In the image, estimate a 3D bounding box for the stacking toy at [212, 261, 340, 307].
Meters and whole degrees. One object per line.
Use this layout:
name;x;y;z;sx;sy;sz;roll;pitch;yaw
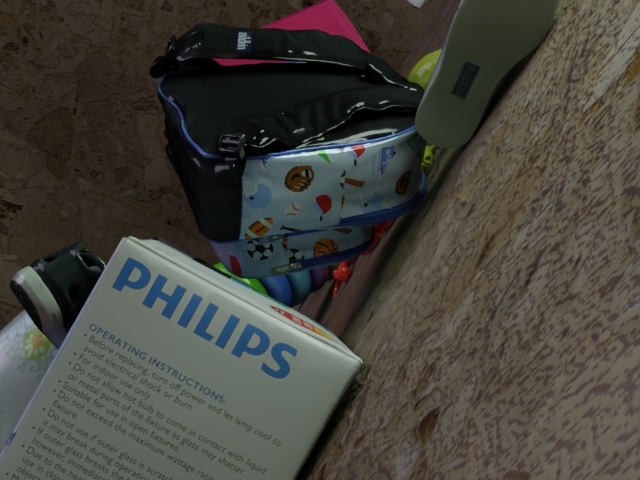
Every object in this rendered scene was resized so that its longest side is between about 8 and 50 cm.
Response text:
stacking toy;-0.113;0.083;1.629;0.330;0.141;0.141;-43;-6;-32

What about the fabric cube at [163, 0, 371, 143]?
fabric cube;-0.055;-0.171;1.890;0.258;0.254;0.259;-27;-12;-24

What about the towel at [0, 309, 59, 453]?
towel;-0.340;0.285;1.527;0.320;0.374;0.090;-40;-22;2

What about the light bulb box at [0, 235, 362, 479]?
light bulb box;-0.155;0.199;1.137;0.361;0.225;0.358;-61;3;-2

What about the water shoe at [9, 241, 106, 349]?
water shoe;-0.226;0.051;1.127;0.080;0.073;0.203;-33;-2;-10

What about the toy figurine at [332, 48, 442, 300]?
toy figurine;0.016;-0.124;1.490;0.362;0.217;0.191;-57;4;49

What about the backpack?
backpack;-0.018;-0.091;1.274;0.276;0.263;0.213;-120;20;-51

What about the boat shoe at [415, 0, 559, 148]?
boat shoe;0.152;-0.186;1.132;0.081;0.079;0.227;-69;5;-45

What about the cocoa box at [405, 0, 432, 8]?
cocoa box;0.187;-0.541;1.831;0.347;0.231;0.228;-39;-14;-49
